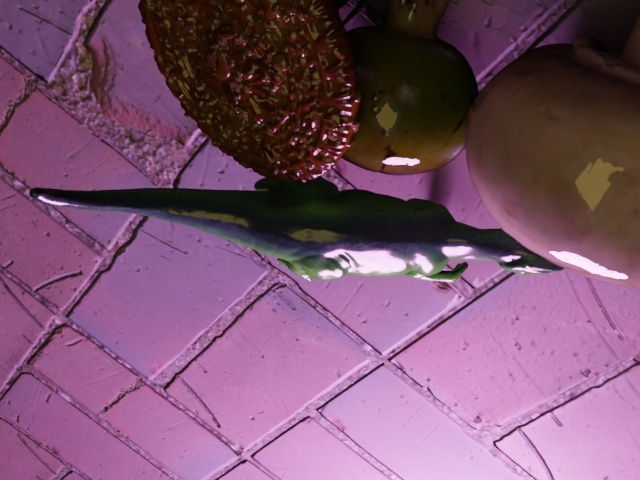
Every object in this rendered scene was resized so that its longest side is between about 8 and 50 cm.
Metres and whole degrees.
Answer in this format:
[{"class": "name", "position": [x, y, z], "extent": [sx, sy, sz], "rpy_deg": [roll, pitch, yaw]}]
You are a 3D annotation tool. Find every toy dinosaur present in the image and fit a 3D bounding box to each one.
[{"class": "toy dinosaur", "position": [0.000, 0.000, 0.900], "extent": [0.375, 0.500, 0.143], "rpy_deg": [10, 97, 47]}]

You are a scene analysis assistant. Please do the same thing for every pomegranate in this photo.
[{"class": "pomegranate", "position": [0.069, -0.169, 0.884], "extent": [0.179, 0.179, 0.210], "rpy_deg": [-12, 96, 31]}]

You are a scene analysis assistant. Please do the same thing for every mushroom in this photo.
[{"class": "mushroom", "position": [0.299, -0.130, 0.766], "extent": [0.315, 0.314, 0.336], "rpy_deg": [22, 105, 7]}]

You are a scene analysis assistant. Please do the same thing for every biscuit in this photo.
[{"class": "biscuit", "position": [-0.082, -0.186, 0.842], "extent": [0.305, 0.038, 0.305], "rpy_deg": [32, 143, 28]}]

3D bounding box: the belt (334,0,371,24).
[{"class": "belt", "position": [0.000, -0.271, 0.827], "extent": [0.230, 0.140, 0.126], "rpy_deg": [-31, 94, 45]}]
